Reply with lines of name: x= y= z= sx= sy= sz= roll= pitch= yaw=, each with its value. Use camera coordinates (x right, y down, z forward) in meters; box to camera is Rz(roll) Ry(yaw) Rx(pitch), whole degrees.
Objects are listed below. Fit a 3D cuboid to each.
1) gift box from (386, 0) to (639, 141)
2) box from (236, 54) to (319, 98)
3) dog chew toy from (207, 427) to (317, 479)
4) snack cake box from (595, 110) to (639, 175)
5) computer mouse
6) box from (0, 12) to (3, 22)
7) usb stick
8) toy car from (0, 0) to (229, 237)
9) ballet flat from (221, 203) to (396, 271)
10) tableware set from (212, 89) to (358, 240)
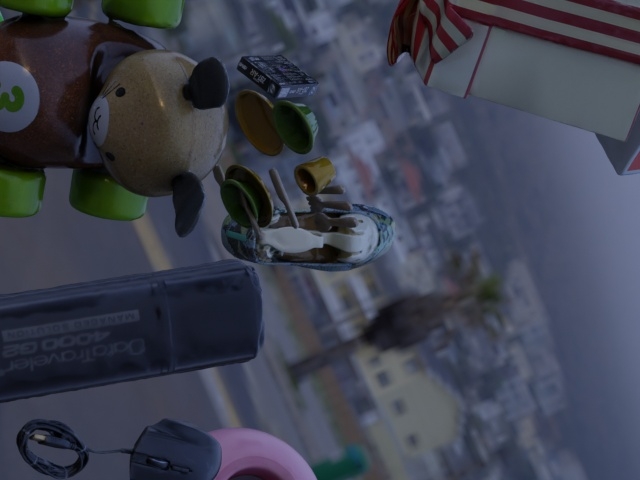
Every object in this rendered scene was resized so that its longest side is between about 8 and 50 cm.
gift box: x=0.222 y=-0.266 z=1.791 sx=0.276 sy=0.258 sz=0.255 roll=-106 pitch=-147 yaw=-76
box: x=-0.050 y=-0.195 z=2.050 sx=0.067 sy=0.018 sz=0.083 roll=38 pitch=25 yaw=23
dog chew toy: x=-0.122 y=0.342 z=2.041 sx=0.207 sy=0.206 sz=0.332 roll=66 pitch=-25 yaw=10
snack cake box: x=0.463 y=-0.168 z=2.010 sx=0.089 sy=0.264 sz=0.152 roll=65 pitch=-32 yaw=29
computer mouse: x=-0.187 y=0.208 z=1.674 sx=0.242 sy=0.071 sz=0.041 roll=10 pitch=13 yaw=-41
box: x=-0.477 y=-0.178 z=1.818 sx=0.262 sy=0.231 sz=0.127 roll=-65 pitch=139 yaw=-67
usb stick: x=-0.170 y=0.067 z=1.211 sx=0.045 sy=0.278 sz=0.077 roll=-160 pitch=-116 yaw=-66
toy car: x=-0.116 y=-0.072 z=1.024 sx=0.188 sy=0.149 sz=0.155 roll=29 pitch=-68 yaw=51
ballet flat: x=0.000 y=0.000 z=1.616 sx=0.070 sy=0.188 sz=0.070 roll=9 pitch=-80 yaw=61
tableware set: x=-0.042 y=-0.049 z=1.138 sx=0.154 sy=0.024 sz=0.104 roll=5 pitch=-58 yaw=53
